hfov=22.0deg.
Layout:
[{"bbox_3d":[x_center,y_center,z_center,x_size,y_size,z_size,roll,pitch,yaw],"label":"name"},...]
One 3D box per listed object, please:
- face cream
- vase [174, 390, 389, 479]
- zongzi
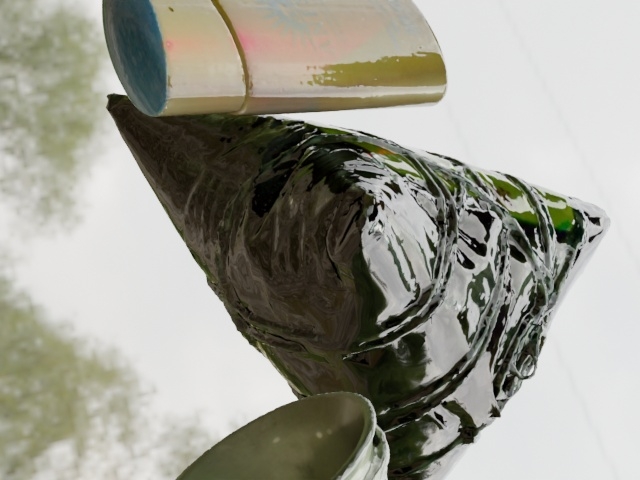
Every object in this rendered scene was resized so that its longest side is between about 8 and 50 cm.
[{"bbox_3d":[-0.038,-0.150,1.221,0.139,0.285,0.067,56,-48,26],"label":"face cream"},{"bbox_3d":[0.049,0.233,0.778,0.321,0.173,0.173,62,-19,-16],"label":"vase"},{"bbox_3d":[0.000,0.000,1.304,0.362,0.319,0.383,32,-4,39],"label":"zongzi"}]
